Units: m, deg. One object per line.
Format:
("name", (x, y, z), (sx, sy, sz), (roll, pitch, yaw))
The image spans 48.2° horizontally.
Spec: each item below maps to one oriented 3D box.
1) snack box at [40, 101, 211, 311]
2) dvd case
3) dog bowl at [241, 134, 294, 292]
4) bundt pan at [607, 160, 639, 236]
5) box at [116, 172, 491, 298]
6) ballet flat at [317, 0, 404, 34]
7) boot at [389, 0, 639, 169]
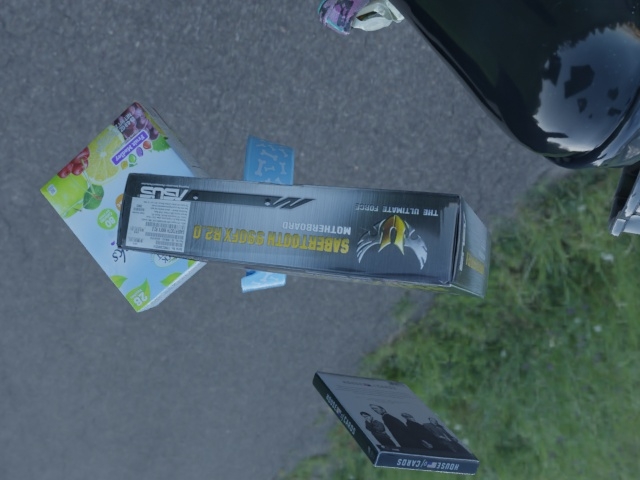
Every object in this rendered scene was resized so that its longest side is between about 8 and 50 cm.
("snack box", (-0.225, -0.042, 0.924), (0.174, 0.207, 0.070), (-41, 177, 9))
("dvd case", (0.110, 0.278, 1.112), (0.179, 0.029, 0.239), (13, -168, -26))
("dog bowl", (-0.084, -0.035, 1.148), (0.074, 0.166, 0.297), (4, 141, -4))
("bundt pan", (0.351, -0.142, 0.585), (0.124, 0.330, 0.331), (19, 154, 16))
("box", (0.000, 0.000, 0.529), (0.231, 0.056, 0.183), (6, 175, 19))
("ballet flat", (0.090, -0.366, 1.106), (0.079, 0.221, 0.077), (47, 145, 9))
("boot", (-0.072, -0.182, 0.402), (0.445, 0.367, 0.146), (-1, 139, -13))
